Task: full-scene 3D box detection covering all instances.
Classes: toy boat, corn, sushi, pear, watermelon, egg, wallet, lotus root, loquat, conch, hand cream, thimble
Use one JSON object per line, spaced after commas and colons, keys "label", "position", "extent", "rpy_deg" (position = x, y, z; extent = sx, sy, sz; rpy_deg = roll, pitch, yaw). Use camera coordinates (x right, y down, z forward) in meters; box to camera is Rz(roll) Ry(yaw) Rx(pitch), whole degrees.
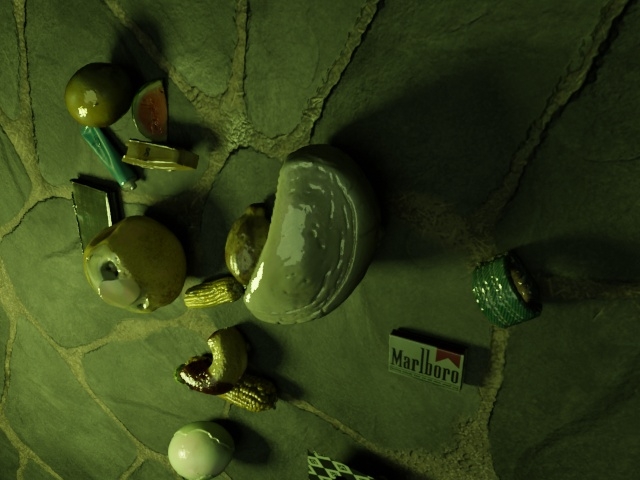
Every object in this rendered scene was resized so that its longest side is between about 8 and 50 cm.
{"label": "toy boat", "position": [-0.397, -0.208, 1.359], "extent": [0.226, 0.088, 0.068], "rpy_deg": [11, 84, 23]}
{"label": "corn", "position": [-0.296, 0.146, 1.496], "extent": [0.203, 0.072, 0.072], "rpy_deg": [-16, 106, 36]}
{"label": "sushi", "position": [0.101, 0.692, 1.570], "extent": [0.290, 0.050, 0.264], "rpy_deg": [17, 136, 19]}
{"label": "corn", "position": [-0.272, 0.419, 1.605], "extent": [0.313, 0.102, 0.102], "rpy_deg": [13, 120, 23]}
{"label": "pear", "position": [-0.489, 0.065, 1.471], "extent": [0.271, 0.271, 0.271], "rpy_deg": [13, 120, 23]}
{"label": "watermelon", "position": [-0.427, -0.313, 1.329], "extent": [0.087, 0.069, 0.163], "rpy_deg": [18, 124, 22]}
{"label": "egg", "position": [-0.370, 0.665, 1.739], "extent": [0.217, 0.183, 0.183], "rpy_deg": [-25, 101, 33]}
{"label": "wallet", "position": [-0.658, -0.021, 1.629], "extent": [0.169, 0.044, 0.317], "rpy_deg": [17, 120, 26]}
{"label": "lotus root", "position": [-0.163, 0.014, 1.322], "extent": [0.138, 0.138, 0.214], "rpy_deg": [6, 105, 27]}
{"label": "loquat", "position": [-0.536, -0.346, 1.320], "extent": [0.152, 0.152, 0.195], "rpy_deg": [49, 131, -2]}
{"label": "conch", "position": [-0.420, 0.431, 1.711], "extent": [0.089, 0.074, 0.121], "rpy_deg": [64, 154, 12]}
{"label": "hand cream", "position": [-0.567, -0.229, 1.473], "extent": [0.224, 0.048, 0.083], "rpy_deg": [51, 130, 3]}
{"label": "thimble", "position": [0.361, 0.099, 1.067], "extent": [0.090, 0.118, 0.135], "rpy_deg": [-29, 98, 36]}

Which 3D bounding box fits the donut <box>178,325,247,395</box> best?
{"label": "donut", "position": [-0.294, 0.348, 1.525], "extent": [0.141, 0.085, 0.217], "rpy_deg": [41, 99, 26]}

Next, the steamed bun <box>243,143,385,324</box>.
{"label": "steamed bun", "position": [0.003, 0.004, 1.137], "extent": [0.236, 0.247, 0.383], "rpy_deg": [19, 113, 6]}

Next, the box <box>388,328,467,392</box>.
{"label": "box", "position": [0.247, 0.279, 1.278], "extent": [0.178, 0.036, 0.115], "rpy_deg": [12, 120, 24]}
